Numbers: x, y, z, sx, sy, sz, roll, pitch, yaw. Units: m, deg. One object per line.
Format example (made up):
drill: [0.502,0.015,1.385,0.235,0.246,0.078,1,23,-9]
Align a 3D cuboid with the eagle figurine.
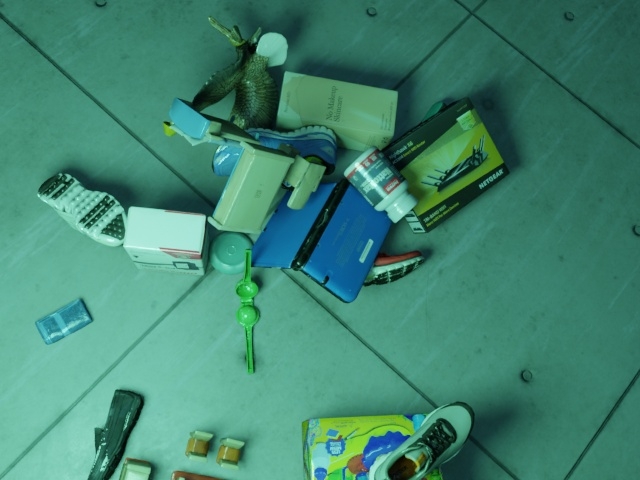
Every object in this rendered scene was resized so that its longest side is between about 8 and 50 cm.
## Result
eagle figurine: [-0.218,-0.408,1.791,0.227,0.225,0.298,10,62,-10]

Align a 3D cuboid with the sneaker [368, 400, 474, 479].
sneaker: [0.226,0.440,1.424,0.272,0.108,0.100,-36,78,-18]

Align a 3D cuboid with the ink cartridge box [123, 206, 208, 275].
ink cartridge box: [-0.357,0.007,1.608,0.172,0.237,0.100,6,75,-6]

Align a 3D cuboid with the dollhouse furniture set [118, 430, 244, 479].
dollhouse furniture set: [-0.317,0.556,1.510,0.259,0.135,0.261,17,70,-14]

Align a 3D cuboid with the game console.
game console: [0.000,0.000,1.705,0.250,0.173,0.293,37,57,-13]

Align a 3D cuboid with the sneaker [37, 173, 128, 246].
sneaker: [-0.549,-0.059,1.624,0.292,0.118,0.110,30,62,31]

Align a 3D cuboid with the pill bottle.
pill bottle: [0.155,-0.136,1.685,0.108,0.108,0.180,-42,89,-18]

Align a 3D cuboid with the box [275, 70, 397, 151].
box: [0.041,-0.343,1.837,0.311,0.121,0.147,8,70,-5]

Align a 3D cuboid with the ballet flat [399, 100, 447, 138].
ballet flat: [0.296,-0.304,1.889,0.074,0.074,0.203,41,67,7]

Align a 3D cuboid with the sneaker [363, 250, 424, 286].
sneaker: [0.129,0.048,1.732,0.279,0.107,0.118,-9,68,-11]

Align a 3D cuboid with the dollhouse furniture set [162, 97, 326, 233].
dollhouse furniture set: [-0.211,-0.177,1.631,0.303,0.286,0.198,37,108,33]

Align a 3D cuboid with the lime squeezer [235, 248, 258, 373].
lime squeezer: [-0.172,0.162,1.659,0.059,0.110,0.310,-5,103,-26]

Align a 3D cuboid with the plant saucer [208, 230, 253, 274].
plant saucer: [-0.227,0.027,1.732,0.119,0.021,0.119,2,71,-7]

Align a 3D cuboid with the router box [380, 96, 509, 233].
router box: [0.322,-0.200,1.809,0.309,0.081,0.242,-35,101,-17]

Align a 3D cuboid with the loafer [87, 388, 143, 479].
loafer: [-0.477,0.447,1.535,0.078,0.076,0.223,18,66,4]

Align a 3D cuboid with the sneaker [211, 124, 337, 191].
sneaker: [-0.115,-0.204,1.746,0.330,0.129,0.147,-8,57,-3]

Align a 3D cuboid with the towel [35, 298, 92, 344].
towel: [-0.611,0.195,1.621,0.120,0.029,0.067,-29,79,-16]

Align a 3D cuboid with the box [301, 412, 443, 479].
box: [0.114,0.540,1.528,0.290,0.177,0.279,-1,73,-8]
